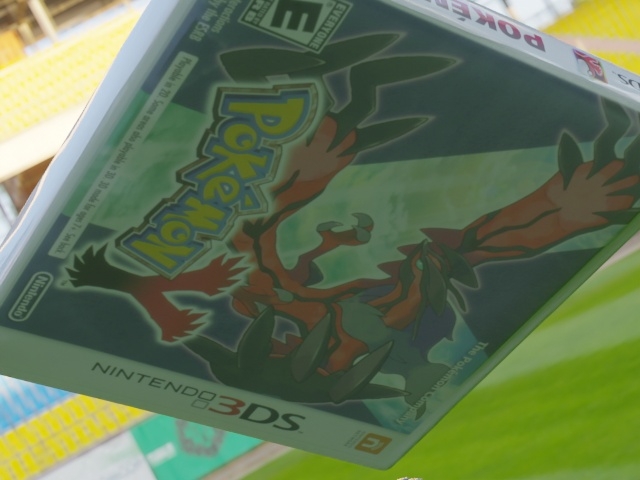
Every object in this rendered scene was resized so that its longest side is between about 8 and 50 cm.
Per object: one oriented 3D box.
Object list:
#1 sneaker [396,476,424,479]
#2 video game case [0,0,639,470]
[{"bbox_3d":[0.104,0.297,1.135,0.162,0.106,0.281,-59,22,-14],"label":"sneaker"},{"bbox_3d":[0.000,0.000,0.459,0.183,0.023,0.201,18,-49,-26],"label":"video game case"}]
